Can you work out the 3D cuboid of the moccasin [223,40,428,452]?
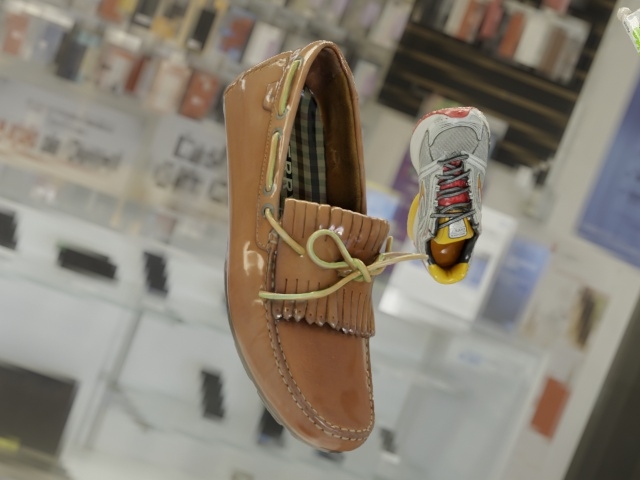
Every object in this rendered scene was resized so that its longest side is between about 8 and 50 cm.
[{"bbox_3d":[0.002,0.001,1.649,0.139,0.380,0.147,22,-36,-36],"label":"moccasin"}]

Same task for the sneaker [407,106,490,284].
[{"bbox_3d":[0.145,-0.048,1.992,0.088,0.225,0.093,-7,42,-7],"label":"sneaker"}]

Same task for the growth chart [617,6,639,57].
[{"bbox_3d":[0.394,-0.290,1.949,0.021,0.237,0.172,22,26,-26],"label":"growth chart"}]
